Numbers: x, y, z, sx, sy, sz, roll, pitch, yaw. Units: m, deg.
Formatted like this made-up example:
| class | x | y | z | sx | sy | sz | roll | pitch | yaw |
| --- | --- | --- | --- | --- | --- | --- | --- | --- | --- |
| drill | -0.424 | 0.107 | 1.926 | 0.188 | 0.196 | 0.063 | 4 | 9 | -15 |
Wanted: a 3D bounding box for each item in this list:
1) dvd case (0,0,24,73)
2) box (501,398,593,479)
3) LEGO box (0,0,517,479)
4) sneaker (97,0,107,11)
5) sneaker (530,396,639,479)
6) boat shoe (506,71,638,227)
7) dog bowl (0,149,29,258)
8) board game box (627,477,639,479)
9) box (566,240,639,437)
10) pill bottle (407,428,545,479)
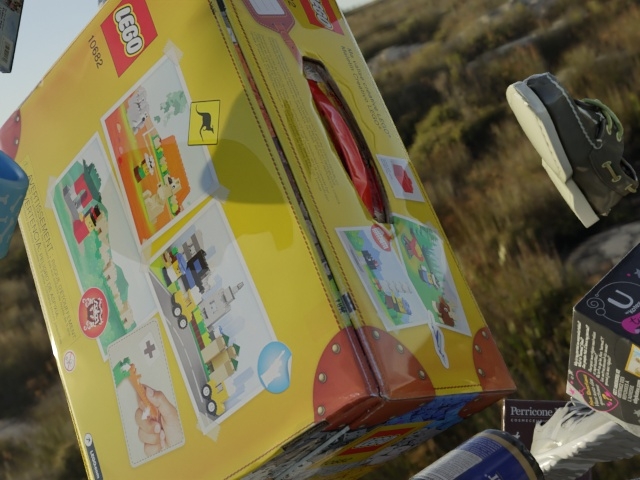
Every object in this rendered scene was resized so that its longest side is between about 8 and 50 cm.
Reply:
| class | x | y | z | sx | sy | sz | roll | pitch | yaw |
| --- | --- | --- | --- | --- | --- | --- | --- | --- | --- |
| dvd case | -0.551 | -0.396 | 1.554 | 0.022 | 0.180 | 0.253 | 1 | -14 | 17 |
| box | 0.436 | 0.413 | 1.910 | 0.168 | 0.203 | 0.167 | 0 | -10 | 10 |
| LEGO box | -0.097 | 0.002 | 0.967 | 0.372 | 0.500 | 0.193 | -37 | -27 | 33 |
| sneaker | -0.243 | -0.321 | 1.587 | 0.150 | 0.366 | 0.135 | 38 | 93 | 36 |
| sneaker | 0.411 | 0.287 | 1.532 | 0.105 | 0.115 | 0.281 | 15 | -34 | -24 |
| boat shoe | 0.291 | -0.112 | 1.110 | 0.091 | 0.109 | 0.305 | -34 | -31 | 11 |
| dog bowl | -0.380 | -0.079 | 0.836 | 0.166 | 0.297 | 0.074 | 40 | 98 | 44 |
| board game box | 0.163 | 0.287 | 0.850 | 0.302 | 0.086 | 0.308 | -16 | -23 | 15 |
| box | 0.413 | 0.090 | 1.142 | 0.247 | 0.163 | 0.142 | -37 | 51 | -26 |
| pill bottle | 0.159 | 0.327 | 1.183 | 0.219 | 0.123 | 0.123 | -25 | 11 | -34 |
